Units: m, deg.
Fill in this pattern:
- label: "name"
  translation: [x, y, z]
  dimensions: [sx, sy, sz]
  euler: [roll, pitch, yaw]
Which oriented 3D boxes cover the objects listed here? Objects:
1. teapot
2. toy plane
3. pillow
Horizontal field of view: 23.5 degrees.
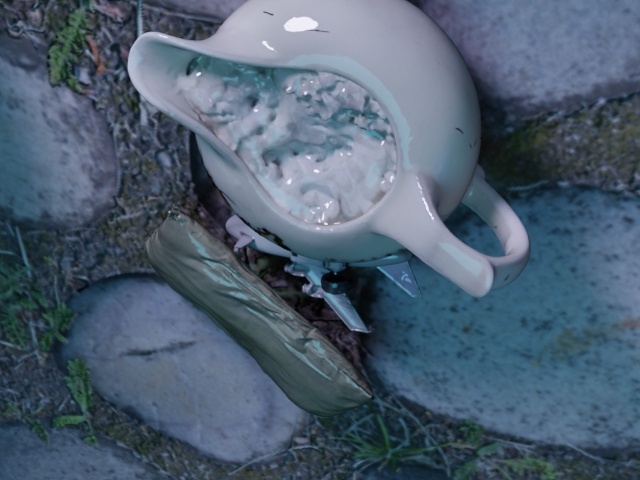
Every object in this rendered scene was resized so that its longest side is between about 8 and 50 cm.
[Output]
- label: "teapot"
  translation: [0.023, -0.070, 1.086]
  dimensions: [0.300, 0.166, 0.208]
  euler: [35, 111, 12]
- label: "toy plane"
  translation: [0.000, 0.000, 1.226]
  dimensions: [0.171, 0.065, 0.162]
  euler: [5, 116, 17]
- label: "pillow"
  translation: [-0.056, 0.065, 1.287]
  dimensions: [0.230, 0.050, 0.148]
  euler: [41, 157, -6]
